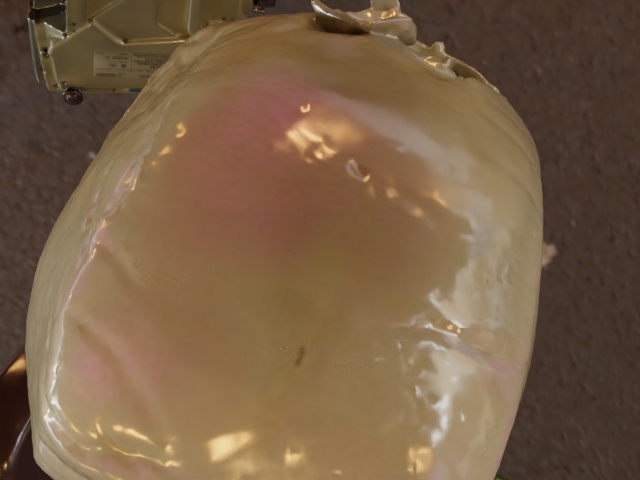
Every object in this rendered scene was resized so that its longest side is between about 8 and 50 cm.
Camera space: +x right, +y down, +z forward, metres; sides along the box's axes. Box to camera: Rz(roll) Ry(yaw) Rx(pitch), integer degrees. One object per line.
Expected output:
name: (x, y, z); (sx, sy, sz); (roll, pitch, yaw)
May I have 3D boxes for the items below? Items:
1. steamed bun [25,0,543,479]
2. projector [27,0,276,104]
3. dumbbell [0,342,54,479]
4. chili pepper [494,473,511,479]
steamed bun: (0.000, 0.000, 0.528); (0.238, 0.170, 0.152); (-84, 19, -66)
projector: (-0.132, -0.209, 1.206); (0.194, 0.269, 0.088); (0, 58, -9)
dumbbell: (-0.237, 0.086, 0.850); (0.225, 0.124, 0.140); (20, 112, 11)
chili pepper: (0.128, 0.197, 0.831); (0.257, 0.100, 0.074); (-146, 62, -61)
